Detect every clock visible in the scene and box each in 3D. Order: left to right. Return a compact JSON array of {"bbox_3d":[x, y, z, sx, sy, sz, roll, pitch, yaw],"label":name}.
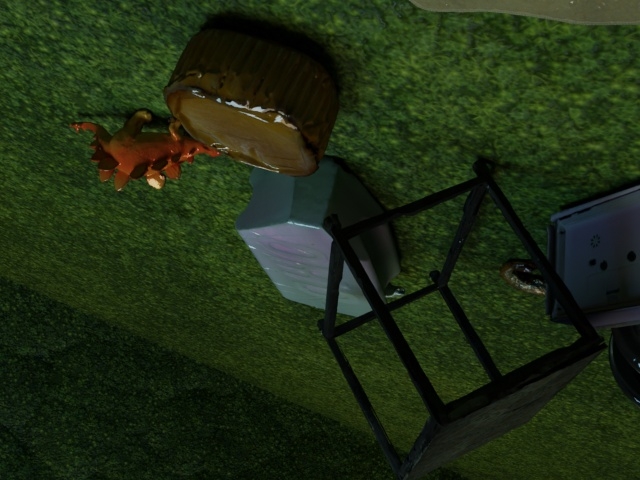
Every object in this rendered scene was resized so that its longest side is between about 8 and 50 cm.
[{"bbox_3d":[0.354,0.022,0.902,0.073,0.145,0.193,14,163,-22],"label":"clock"}]

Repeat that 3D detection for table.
[{"bbox_3d":[0.153,0.121,1.005,0.222,0.272,0.335,-22,155,-14],"label":"table"}]

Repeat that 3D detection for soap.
[{"bbox_3d":[0.000,0.000,1.198,0.208,0.115,0.347,11,158,18],"label":"soap"}]

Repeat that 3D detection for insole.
[{"bbox_3d":[0.187,-0.213,0.654,0.247,0.011,0.081,9,158,25],"label":"insole"}]

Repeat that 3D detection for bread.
[{"bbox_3d":[-0.074,-0.161,0.884,0.199,0.104,0.199,20,163,6],"label":"bread"}]

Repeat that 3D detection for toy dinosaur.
[{"bbox_3d":[-0.270,-0.127,1.114,0.288,0.117,0.070,7,157,22],"label":"toy dinosaur"}]

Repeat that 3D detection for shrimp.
[{"bbox_3d":[0.339,0.063,1.184,0.127,0.025,0.091,19,158,9],"label":"shrimp"}]

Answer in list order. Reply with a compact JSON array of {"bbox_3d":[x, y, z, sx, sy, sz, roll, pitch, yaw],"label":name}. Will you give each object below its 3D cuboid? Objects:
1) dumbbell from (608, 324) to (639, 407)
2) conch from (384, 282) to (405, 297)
[{"bbox_3d":[0.475,0.127,0.998,0.192,0.192,0.290,10,158,23],"label":"dumbbell"},{"bbox_3d":[0.064,0.073,1.376,0.180,0.065,0.088,17,-162,33],"label":"conch"}]
